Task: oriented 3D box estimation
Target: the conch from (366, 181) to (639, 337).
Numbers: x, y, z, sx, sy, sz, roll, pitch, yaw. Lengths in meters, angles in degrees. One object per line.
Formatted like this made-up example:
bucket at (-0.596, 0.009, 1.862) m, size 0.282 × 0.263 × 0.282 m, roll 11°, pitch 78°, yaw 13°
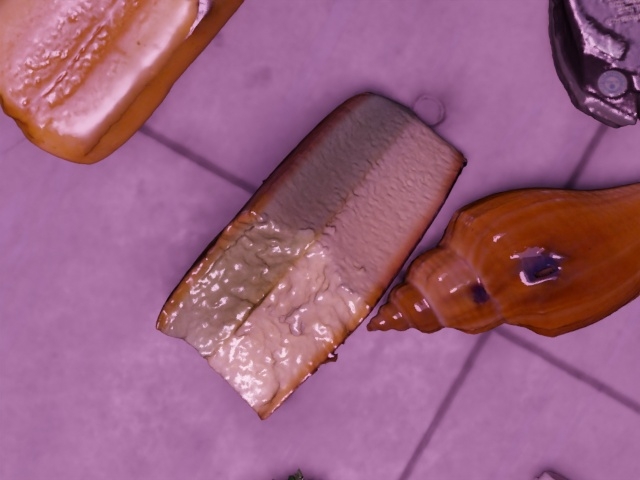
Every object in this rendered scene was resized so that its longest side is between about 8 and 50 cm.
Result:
conch at (0.186, 0.002, 1.295) m, size 0.330 × 0.093 × 0.109 m, roll -20°, pitch 90°, yaw 1°

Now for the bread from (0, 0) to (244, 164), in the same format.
bread at (-0.110, -0.196, 1.289) m, size 0.142 × 0.091 × 0.305 m, roll 41°, pitch 92°, yaw 5°

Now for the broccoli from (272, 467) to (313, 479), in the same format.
broccoli at (-0.025, 0.261, 1.257) m, size 0.194 × 0.194 × 0.220 m, roll 7°, pitch 84°, yaw 0°

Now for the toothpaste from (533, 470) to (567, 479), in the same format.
toothpaste at (0.091, 0.303, 1.334) m, size 0.058 × 0.056 × 0.314 m, roll 34°, pitch 97°, yaw 38°

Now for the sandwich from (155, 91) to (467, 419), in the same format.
sandwich at (0.000, 0.000, 1.252) m, size 0.108 × 0.186 × 0.220 m, roll 42°, pitch 92°, yaw -4°

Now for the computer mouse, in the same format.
computer mouse at (0.207, -0.175, 1.304) m, size 0.105 × 0.062 × 0.192 m, roll -5°, pitch 98°, yaw 0°
